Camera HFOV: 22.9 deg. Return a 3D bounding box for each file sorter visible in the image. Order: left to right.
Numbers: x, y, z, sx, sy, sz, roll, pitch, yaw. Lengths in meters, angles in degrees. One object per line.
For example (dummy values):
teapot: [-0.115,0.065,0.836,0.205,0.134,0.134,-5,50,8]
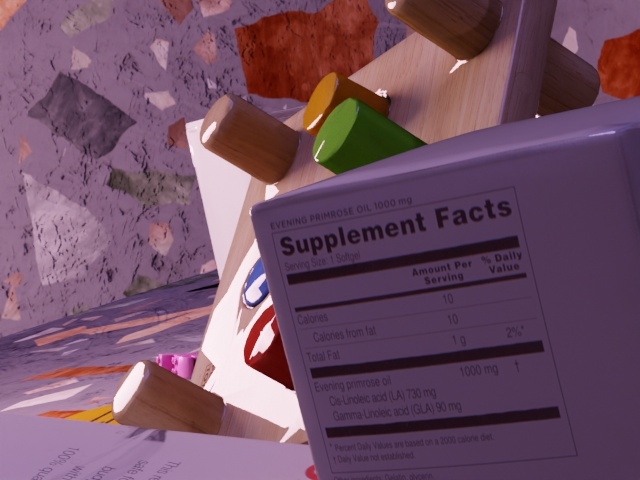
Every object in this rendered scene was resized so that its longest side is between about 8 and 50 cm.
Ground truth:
file sorter: [0.000,0.000,1.527,0.173,0.278,0.193,-14,5,-19]

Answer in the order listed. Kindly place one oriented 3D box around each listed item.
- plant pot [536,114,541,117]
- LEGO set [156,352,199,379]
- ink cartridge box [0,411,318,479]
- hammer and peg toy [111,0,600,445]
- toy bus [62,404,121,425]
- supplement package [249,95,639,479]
plant pot: [0.219,0.038,0.957,0.254,0.237,0.237,0,0,-21]
LEGO set: [-0.092,0.141,1.263,0.093,0.087,0.227,0,1,-16]
ink cartridge box: [-0.121,0.155,0.585,0.283,0.117,0.207,4,17,18]
hammer and peg toy: [0.000,0.048,0.806,0.127,0.361,0.266,30,-33,-24]
toy bus: [-0.179,0.186,0.922,0.130,0.108,0.332,-10,6,26]
supplement package: [0.093,0.081,0.524,0.134,0.244,0.139,-10,6,36]
